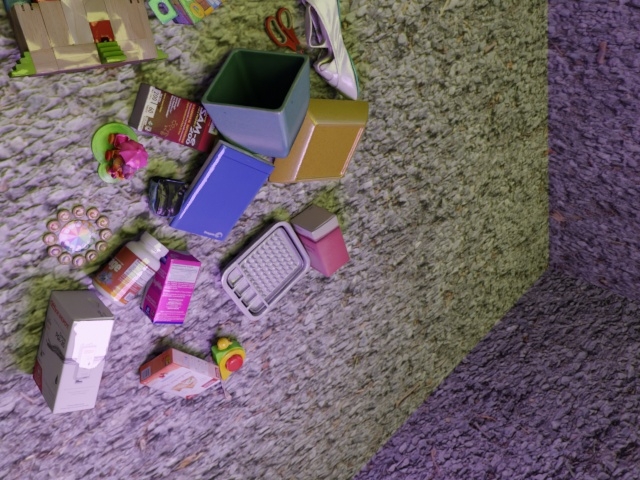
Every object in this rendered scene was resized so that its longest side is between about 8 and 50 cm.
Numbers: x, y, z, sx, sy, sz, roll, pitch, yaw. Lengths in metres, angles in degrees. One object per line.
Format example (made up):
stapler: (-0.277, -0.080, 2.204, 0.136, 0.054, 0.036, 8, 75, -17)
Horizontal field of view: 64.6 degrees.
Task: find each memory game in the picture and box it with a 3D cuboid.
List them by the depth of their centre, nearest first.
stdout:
memory game: (-0.684, -0.011, 1.435, 0.186, 0.012, 0.186, -19, 122, -34)

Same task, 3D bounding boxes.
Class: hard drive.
hard drive: (-0.314, -0.147, 1.608, 0.210, 0.040, 0.318, 18, 117, -45)

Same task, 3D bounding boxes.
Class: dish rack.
dish rack: (-0.208, 0.105, 1.880, 0.333, 0.072, 0.285, -44, 132, -17)

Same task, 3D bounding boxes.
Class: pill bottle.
pill bottle: (-0.562, 0.081, 1.513, 0.216, 0.121, 0.121, -50, 134, -13)

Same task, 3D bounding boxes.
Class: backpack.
backpack: (-0.465, -0.131, 1.523, 0.105, 0.084, 0.114, 7, 100, -43)

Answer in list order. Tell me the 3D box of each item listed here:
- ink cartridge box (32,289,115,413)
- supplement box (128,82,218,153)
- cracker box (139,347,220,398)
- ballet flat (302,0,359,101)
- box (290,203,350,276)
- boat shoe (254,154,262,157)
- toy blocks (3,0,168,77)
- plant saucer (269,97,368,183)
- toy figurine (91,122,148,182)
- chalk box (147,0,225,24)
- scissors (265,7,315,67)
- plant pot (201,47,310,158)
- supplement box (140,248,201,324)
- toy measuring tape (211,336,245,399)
ink cartridge box: (-0.702, 0.305, 1.433, 0.117, 0.207, 0.282, 6, 105, -45)
supplement box: (-0.416, -0.350, 1.472, 0.240, 0.073, 0.130, 12, 101, -45)
cracker box: (-0.484, 0.466, 1.757, 0.156, 0.067, 0.232, -33, 138, 17)
ballet flat: (0.022, -0.644, 1.695, 0.139, 0.139, 0.400, -35, 127, -25)
box: (0.000, 0.000, 1.962, 0.127, 0.149, 0.232, -37, 130, -22)
boat shoe: (-0.261, -0.282, 1.655, 0.226, 0.083, 0.075, -34, 107, -30)
toy blocks: (-0.569, -0.542, 1.192, 0.382, 0.191, 0.260, -23, 112, -34)
plant saucer: (0.013, -0.329, 1.787, 0.333, 0.081, 0.332, -10, 137, -38)
toy figurine: (-0.532, -0.218, 1.368, 0.130, 0.159, 0.173, 7, 106, -44)
chalk box: (-0.353, -0.661, 1.336, 0.213, 0.132, 0.132, -47, 133, -15)
scissors: (-0.081, -0.630, 1.678, 0.109, 0.021, 0.297, -58, 139, -16)
plant pot: (-0.167, -0.391, 1.529, 0.252, 0.248, 0.247, 77, 28, -56)
supplement box: (-0.481, 0.146, 1.624, 0.114, 0.111, 0.219, 12, 101, -44)
toy measuring tape: (-0.337, 0.478, 1.924, 0.121, 0.121, 0.330, -29, 136, -30)
